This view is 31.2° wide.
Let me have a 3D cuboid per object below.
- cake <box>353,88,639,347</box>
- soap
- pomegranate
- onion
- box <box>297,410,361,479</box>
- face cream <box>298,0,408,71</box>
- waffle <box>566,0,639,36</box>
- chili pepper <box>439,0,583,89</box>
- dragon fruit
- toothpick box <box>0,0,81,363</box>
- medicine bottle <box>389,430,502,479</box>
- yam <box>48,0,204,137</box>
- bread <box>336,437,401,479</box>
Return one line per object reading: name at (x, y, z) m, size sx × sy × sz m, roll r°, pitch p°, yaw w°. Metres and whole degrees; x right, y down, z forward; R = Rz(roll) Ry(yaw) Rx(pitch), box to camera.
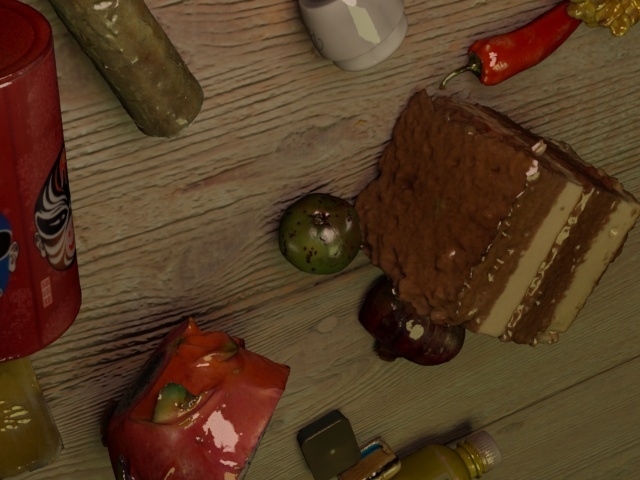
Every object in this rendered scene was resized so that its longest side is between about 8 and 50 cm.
cake at (0.237, -0.032, 1.569) m, size 0.290 × 0.256 × 0.282 m, roll 7°, pitch 118°, yaw -42°
soap at (-0.416, 0.207, 1.442) m, size 0.135 × 0.076 × 0.233 m, roll -22°, pitch 135°, yaw -17°
pomegranate at (0.000, 0.000, 1.542) m, size 0.114 × 0.114 × 0.142 m, roll -27°, pitch 160°, yaw -13°
onion at (0.149, 0.142, 1.755) m, size 0.206 × 0.098 × 0.151 m, roll 17°, pitch 112°, yaw -42°
box at (0.013, 0.335, 1.865) m, size 0.091 × 0.031 × 0.126 m, roll -30°, pitch 135°, yaw -10°
face cream at (0.038, -0.264, 1.340) m, size 0.117 × 0.117 × 0.104 m, roll -40°, pitch 128°, yaw 0°
waffle at (0.413, -0.396, 1.509) m, size 0.249 × 0.056 × 0.253 m, roll -15°, pitch 121°, yaw -30°
chili pepper at (0.274, -0.266, 1.542) m, size 0.272 × 0.063 × 0.071 m, roll -30°, pitch 148°, yaw -14°
dragon fruit at (-0.180, 0.241, 1.509) m, size 0.189 × 0.290 × 0.290 m, roll 31°, pitch 107°, yaw -9°
toothpick box at (-0.359, -0.059, 1.174) m, size 0.204 × 0.204 × 0.333 m, roll -16°, pitch 131°, yaw -23°
medicine bottle at (0.212, 0.411, 1.996) m, size 0.212 × 0.122 × 0.122 m, roll -27°, pitch 135°, yaw -14°
yam at (-0.217, -0.226, 1.216) m, size 0.093 × 0.093 × 0.259 m, roll -36°, pitch 136°, yaw -4°
bread at (0.080, 0.386, 1.922) m, size 0.106 × 0.072 × 0.053 m, roll -31°, pitch 137°, yaw -11°
